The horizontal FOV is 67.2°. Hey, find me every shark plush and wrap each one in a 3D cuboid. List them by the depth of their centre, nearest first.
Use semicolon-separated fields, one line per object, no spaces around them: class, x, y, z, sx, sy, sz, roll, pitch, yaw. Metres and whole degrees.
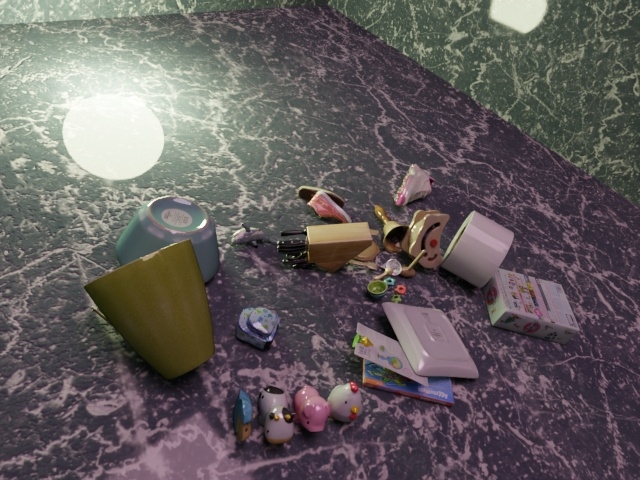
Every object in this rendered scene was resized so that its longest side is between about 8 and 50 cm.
shark plush;-0.230;-0.003;1.666;0.161;0.073;0.067;18;58;-37

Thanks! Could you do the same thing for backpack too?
backpack;-0.181;0.243;1.386;0.114;0.084;0.105;20;39;1

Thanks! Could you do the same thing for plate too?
plate;0.356;0.305;1.528;0.277;0.045;0.278;12;36;-31

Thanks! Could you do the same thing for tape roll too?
tape roll;0.586;0.036;1.815;0.169;0.246;0.246;31;42;9

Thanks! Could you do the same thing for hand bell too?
hand bell;0.264;-0.072;1.913;0.126;0.126;0.242;2;34;-21

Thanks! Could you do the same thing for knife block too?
knife block;0.000;0.000;1.609;0.242;0.276;0.088;32;32;-36

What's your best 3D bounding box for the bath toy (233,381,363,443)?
bath toy;-0.039;0.426;1.225;0.348;0.129;0.151;1;46;-23

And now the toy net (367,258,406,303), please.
toy net;0.248;0.127;1.690;0.122;0.045;0.232;5;38;21

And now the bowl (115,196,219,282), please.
bowl;-0.440;-0.018;1.454;0.311;0.163;0.311;18;33;-12

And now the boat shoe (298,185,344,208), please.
boat shoe;0.007;-0.182;1.927;0.190;0.068;0.072;21;27;-4

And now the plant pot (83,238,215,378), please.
plant pot;-0.393;0.186;1.213;0.275;0.275;0.293;-28;95;-41

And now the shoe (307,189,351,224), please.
shoe;0.034;-0.107;1.865;0.178;0.063;0.081;44;81;-7

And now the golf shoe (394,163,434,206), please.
golf shoe;0.422;-0.231;2.122;0.140;0.115;0.306;31;43;4

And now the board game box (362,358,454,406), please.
board game box;0.263;0.402;1.455;0.281;0.027;0.145;16;41;-8

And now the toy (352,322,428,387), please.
toy;0.199;0.346;1.416;0.237;0.056;0.137;29;30;-8

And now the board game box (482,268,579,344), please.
board game box;0.775;0.240;1.797;0.303;0.097;0.224;16;41;-10

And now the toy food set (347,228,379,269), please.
toy food set;0.155;0.034;1.791;0.132;0.038;0.192;11;48;-2

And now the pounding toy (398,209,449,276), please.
pounding toy;0.402;0.025;1.767;0.154;0.269;0.155;20;9;-25

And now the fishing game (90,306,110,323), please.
fishing game;-0.490;0.173;1.360;0.189;0.041;0.264;34;37;2
